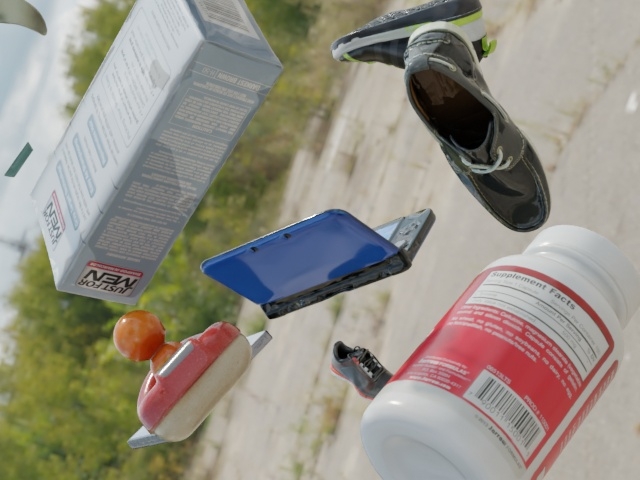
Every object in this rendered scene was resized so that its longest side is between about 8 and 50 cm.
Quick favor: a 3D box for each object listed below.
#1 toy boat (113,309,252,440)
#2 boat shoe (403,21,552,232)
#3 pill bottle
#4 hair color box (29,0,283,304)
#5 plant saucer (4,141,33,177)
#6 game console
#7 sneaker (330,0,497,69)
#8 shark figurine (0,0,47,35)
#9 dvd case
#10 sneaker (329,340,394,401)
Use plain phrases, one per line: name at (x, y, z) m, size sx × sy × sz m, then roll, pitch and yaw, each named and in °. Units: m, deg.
toy boat at (-0.176, 0.141, 1.480) m, size 0.151 × 0.151 × 0.231 m, roll -48°, pitch -2°, yaw -13°
boat shoe at (0.146, -0.091, 1.201) m, size 0.084 × 0.233 × 0.079 m, roll -24°, pitch 27°, yaw 22°
pill bottle at (0.253, 0.168, 1.676) m, size 0.407 × 0.229 × 0.229 m, roll -46°, pitch -10°, yaw -32°
hair color box at (-0.207, -0.124, 1.526) m, size 0.374 × 0.114 × 0.185 m, roll -55°, pitch 40°, yaw 26°
plant saucer at (-0.501, -0.133, 2.129) m, size 0.067 × 0.018 × 0.192 m, roll -56°, pitch 13°, yaw -4°
game console at (0.000, 0.000, 2.048) m, size 0.293 × 0.173 × 0.250 m, roll -21°, pitch 21°, yaw 33°
sneaker at (0.107, -0.225, 1.531) m, size 0.235 × 0.097 × 0.084 m, roll -6°, pitch 21°, yaw 49°
shark figurine at (-0.418, -0.205, 1.403) m, size 0.278 × 0.166 × 0.116 m, roll -60°, pitch 14°, yaw -16°
dvd case at (-0.203, 0.250, 2.129) m, size 0.253 × 0.022 × 0.180 m, roll -45°, pitch 11°, yaw -29°
sneaker at (0.072, 0.209, 2.062) m, size 0.061 × 0.158 × 0.064 m, roll -34°, pitch -49°, yaw -37°
